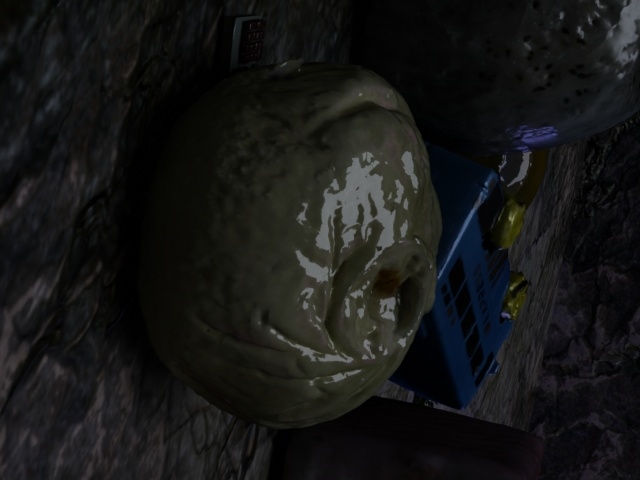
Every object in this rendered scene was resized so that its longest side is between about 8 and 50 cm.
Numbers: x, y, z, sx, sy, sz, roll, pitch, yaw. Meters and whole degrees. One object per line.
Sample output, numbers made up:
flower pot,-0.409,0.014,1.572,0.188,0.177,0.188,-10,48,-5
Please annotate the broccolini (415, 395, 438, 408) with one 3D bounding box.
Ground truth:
broccolini,0.142,0.186,1.606,0.035,0.030,0.140,-17,120,-29

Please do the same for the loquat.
loquat,0.179,-0.100,1.301,0.152,0.152,0.195,12,86,-73

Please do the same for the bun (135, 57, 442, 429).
bun,0.000,0.000,0.753,0.244,0.153,0.244,-39,136,-50

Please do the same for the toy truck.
toy truck,0.104,0.037,1.172,0.162,0.161,0.385,-60,159,-16

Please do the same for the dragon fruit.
dragon fruit,0.183,-0.171,1.057,0.204,0.221,0.283,-61,150,-11

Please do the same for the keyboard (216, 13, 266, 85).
keyboard,-0.059,-0.069,0.793,0.055,0.017,0.166,-32,131,-67

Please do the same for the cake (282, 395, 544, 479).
cake,0.091,0.291,1.162,0.309,0.230,0.237,2,102,-73
